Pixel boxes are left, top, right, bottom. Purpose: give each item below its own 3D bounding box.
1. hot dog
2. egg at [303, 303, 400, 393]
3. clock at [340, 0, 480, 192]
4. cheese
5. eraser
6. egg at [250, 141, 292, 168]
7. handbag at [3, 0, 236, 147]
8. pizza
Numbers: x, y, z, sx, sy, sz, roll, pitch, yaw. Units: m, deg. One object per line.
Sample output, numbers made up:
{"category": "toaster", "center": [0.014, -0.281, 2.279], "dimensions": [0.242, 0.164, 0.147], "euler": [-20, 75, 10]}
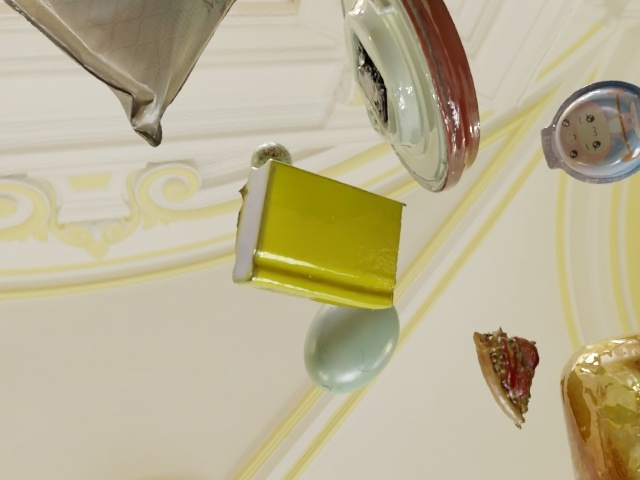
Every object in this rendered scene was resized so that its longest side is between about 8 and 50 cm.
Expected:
{"category": "hot dog", "center": [0.355, 0.305, 0.630], "dimensions": [0.185, 0.405, 0.223], "euler": [-10, -168, 20]}
{"category": "egg", "center": [0.059, 0.188, 1.225], "dimensions": [0.168, 0.168, 0.231], "euler": [32, -122, 9]}
{"category": "clock", "center": [0.089, -0.204, 0.781], "dimensions": [0.080, 0.318, 0.318], "euler": [-24, -118, -5]}
{"category": "cheese", "center": [0.393, -0.147, 0.813], "dimensions": [0.052, 0.245, 0.135], "euler": [-15, -89, -40]}
{"category": "eraser", "center": [0.000, 0.000, 0.837], "dimensions": [0.226, 0.069, 0.158], "euler": [15, -102, -29]}
{"category": "egg", "center": [-0.099, -0.155, 1.279], "dimensions": [0.085, 0.110, 0.085], "euler": [-1, -85, -8]}
{"category": "handbag", "center": [-0.129, -0.227, 0.478], "dimensions": [0.182, 0.117, 0.270], "euler": [40, -118, -29]}
{"category": "pizza", "center": [0.188, 0.123, 0.642], "dimensions": [0.099, 0.029, 0.100], "euler": [41, -129, -26]}
